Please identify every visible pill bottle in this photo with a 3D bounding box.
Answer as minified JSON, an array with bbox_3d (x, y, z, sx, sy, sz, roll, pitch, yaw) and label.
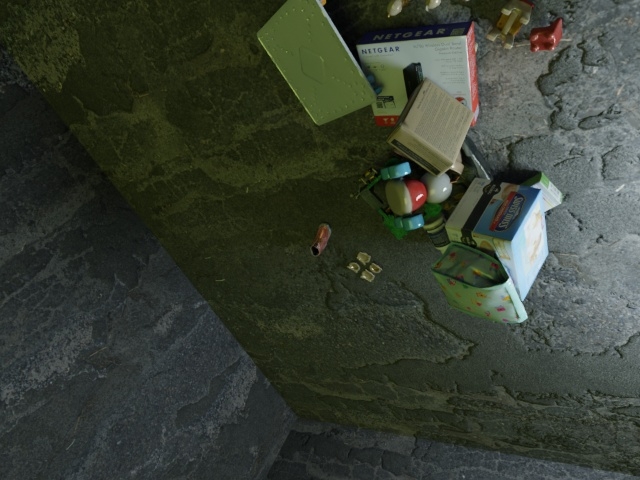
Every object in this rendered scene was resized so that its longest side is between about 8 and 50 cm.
[{"bbox_3d":[0.479,-0.022,1.780,0.094,0.094,0.169,-16,118,42],"label":"pill bottle"}]

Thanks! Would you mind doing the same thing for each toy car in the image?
[{"bbox_3d":[0.356,-0.174,1.537,0.237,0.210,0.219,-16,96,-3],"label":"toy car"}]

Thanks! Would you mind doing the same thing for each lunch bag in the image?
[{"bbox_3d":[0.518,0.145,1.432,0.262,0.160,0.223,21,154,50],"label":"lunch bag"}]

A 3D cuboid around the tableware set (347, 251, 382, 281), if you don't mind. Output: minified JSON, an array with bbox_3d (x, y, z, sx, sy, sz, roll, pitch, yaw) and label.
[{"bbox_3d":[0.215,0.129,2.154,0.141,0.020,0.169,35,139,0],"label":"tableware set"}]

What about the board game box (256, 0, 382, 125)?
[{"bbox_3d":[-0.012,-0.596,1.498,0.390,0.050,0.390,53,158,-20],"label":"board game box"}]

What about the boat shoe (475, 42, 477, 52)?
[{"bbox_3d":[0.403,-0.561,1.369,0.153,0.048,0.056,-8,133,46],"label":"boat shoe"}]

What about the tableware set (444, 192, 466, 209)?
[{"bbox_3d":[0.522,-0.147,1.639,0.104,0.024,0.154,7,158,-39],"label":"tableware set"}]

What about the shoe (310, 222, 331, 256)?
[{"bbox_3d":[0.000,0.000,2.127,0.063,0.081,0.178,26,138,10],"label":"shoe"}]

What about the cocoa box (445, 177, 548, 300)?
[{"bbox_3d":[0.609,-0.002,1.524,0.228,0.231,0.347,20,153,41],"label":"cocoa box"}]

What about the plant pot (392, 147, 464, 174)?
[{"bbox_3d":[0.367,-0.305,1.472,0.237,0.237,0.110,23,98,13],"label":"plant pot"}]

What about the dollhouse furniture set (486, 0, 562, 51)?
[{"bbox_3d":[0.606,-0.644,1.103,0.201,0.152,0.374,30,156,5],"label":"dollhouse furniture set"}]

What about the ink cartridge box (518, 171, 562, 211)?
[{"bbox_3d":[0.705,-0.133,1.551,0.109,0.062,0.209,42,139,-10],"label":"ink cartridge box"}]

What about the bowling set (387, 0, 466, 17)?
[{"bbox_3d":[0.324,-0.708,1.190,0.199,0.154,0.287,30,139,6],"label":"bowling set"}]

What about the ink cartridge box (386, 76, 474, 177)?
[{"bbox_3d":[0.327,-0.334,1.321,0.193,0.235,0.088,33,151,-7],"label":"ink cartridge box"}]

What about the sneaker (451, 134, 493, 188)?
[{"bbox_3d":[0.489,-0.267,1.548,0.130,0.087,0.227,-21,121,37],"label":"sneaker"}]

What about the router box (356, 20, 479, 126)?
[{"bbox_3d":[0.308,-0.503,1.401,0.335,0.082,0.301,9,144,30],"label":"router box"}]

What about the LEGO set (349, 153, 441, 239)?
[{"bbox_3d":[0.296,-0.177,1.738,0.331,0.192,0.255,38,110,-8],"label":"LEGO set"}]
